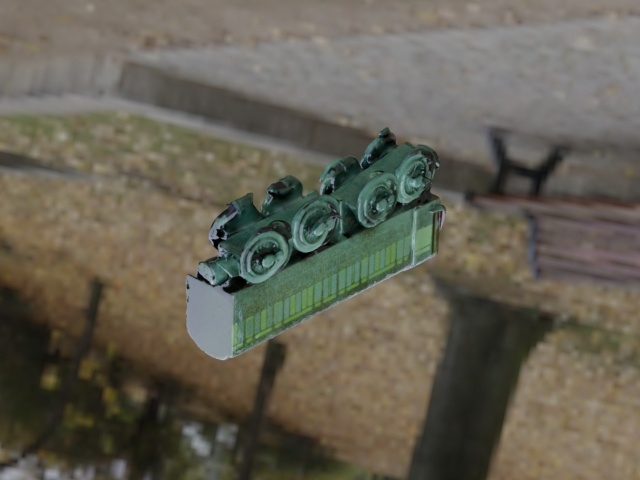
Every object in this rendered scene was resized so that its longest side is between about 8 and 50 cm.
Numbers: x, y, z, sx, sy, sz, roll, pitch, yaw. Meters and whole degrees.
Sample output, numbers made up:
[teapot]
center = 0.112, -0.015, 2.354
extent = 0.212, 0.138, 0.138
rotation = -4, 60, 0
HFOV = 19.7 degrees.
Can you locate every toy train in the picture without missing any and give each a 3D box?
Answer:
[toy train]
center = 0.000, 0.000, 0.818
extent = 0.038, 0.071, 0.148
rotation = 33, -140, 32
